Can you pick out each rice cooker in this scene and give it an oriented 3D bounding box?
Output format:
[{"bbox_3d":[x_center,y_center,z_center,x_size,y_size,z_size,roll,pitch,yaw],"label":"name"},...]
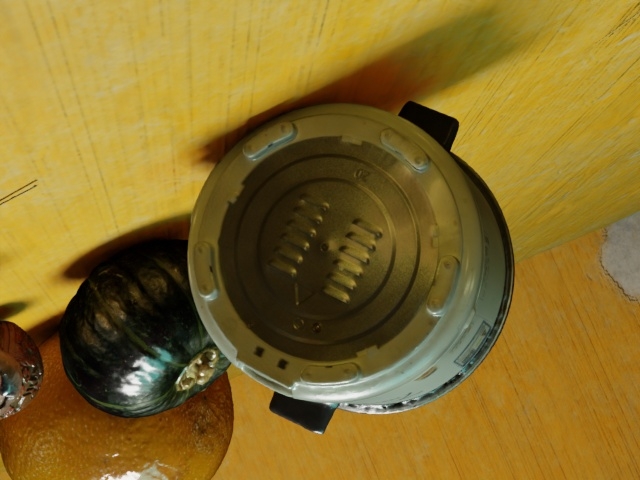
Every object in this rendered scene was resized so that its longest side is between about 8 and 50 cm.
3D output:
[{"bbox_3d":[0.027,0.017,1.007,0.280,0.241,0.227,-68,163,-1],"label":"rice cooker"}]

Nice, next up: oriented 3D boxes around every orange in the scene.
[{"bbox_3d":[-0.233,0.202,1.427,0.264,0.264,0.264,-22,171,-4],"label":"orange"}]

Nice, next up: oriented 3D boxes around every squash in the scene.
[{"bbox_3d":[-0.155,0.080,1.196,0.193,0.156,0.193,-18,150,-11],"label":"squash"}]

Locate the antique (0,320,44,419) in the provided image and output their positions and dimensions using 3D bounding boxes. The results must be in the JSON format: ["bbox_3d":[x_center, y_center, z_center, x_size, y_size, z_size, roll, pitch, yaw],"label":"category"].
[{"bbox_3d":[-0.316,0.126,1.217,0.104,0.104,0.104,-22,171,-4],"label":"antique"}]

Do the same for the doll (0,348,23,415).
[{"bbox_3d":[-0.379,0.138,1.081,0.303,0.201,0.156,-32,-150,21],"label":"doll"}]

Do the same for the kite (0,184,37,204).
[{"bbox_3d":[-0.231,-0.021,0.868,0.078,0.002,0.044,-29,170,40],"label":"kite"}]
